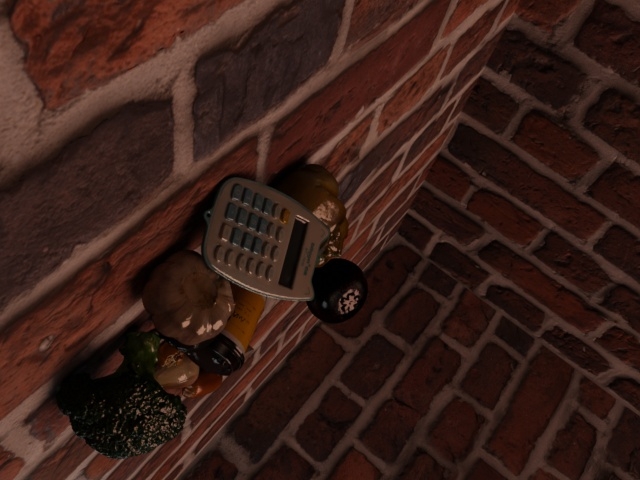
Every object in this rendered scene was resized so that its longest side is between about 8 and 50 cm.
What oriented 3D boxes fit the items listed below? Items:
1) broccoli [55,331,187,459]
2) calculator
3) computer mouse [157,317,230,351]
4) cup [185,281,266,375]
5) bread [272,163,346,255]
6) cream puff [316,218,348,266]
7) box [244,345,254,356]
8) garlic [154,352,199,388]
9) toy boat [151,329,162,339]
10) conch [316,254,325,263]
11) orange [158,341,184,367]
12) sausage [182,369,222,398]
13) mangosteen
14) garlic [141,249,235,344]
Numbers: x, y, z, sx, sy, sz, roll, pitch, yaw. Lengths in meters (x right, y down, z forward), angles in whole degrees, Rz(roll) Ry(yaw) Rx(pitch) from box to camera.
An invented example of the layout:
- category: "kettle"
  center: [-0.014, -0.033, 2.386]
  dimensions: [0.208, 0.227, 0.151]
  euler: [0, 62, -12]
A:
- category: "broccoli"
  center: [-0.450, 0.351, 1.356]
  dimensions: [0.297, 0.298, 0.297]
  euler: [107, -15, -59]
- category: "calculator"
  center: [-0.134, 0.002, 1.421]
  dimensions: [0.386, 0.054, 0.256]
  euler: [27, 72, -46]
- category: "computer mouse"
  center: [-0.333, 0.217, 1.576]
  dimensions: [0.270, 0.138, 0.086]
  euler: [-45, 162, -57]
- category: "cup"
  center: [-0.277, 0.250, 1.754]
  dimensions: [0.196, 0.196, 0.279]
  euler: [112, 4, -52]
- category: "bread"
  center: [-0.058, -0.051, 1.691]
  dimensions: [0.341, 0.210, 0.300]
  euler: [-48, 169, -23]
- category: "cream puff"
  center: [-0.010, -0.013, 2.091]
  dimensions: [0.244, 0.196, 0.244]
  euler: [7, 90, -71]
- category: "box"
  center: [-0.335, 0.364, 1.978]
  dimensions: [0.067, 0.149, 0.233]
  euler: [-57, 168, 8]
- category: "garlic"
  center: [-0.427, 0.394, 1.809]
  dimensions: [0.128, 0.115, 0.207]
  euler: [-60, 170, 3]
- category: "toy boat"
  center: [-0.454, 0.264, 1.567]
  dimensions: [0.063, 0.016, 0.115]
  euler: [-58, 167, 22]
- category: "conch"
  center: [-0.094, 0.049, 1.900]
  dimensions: [0.134, 0.202, 0.196]
  euler: [-4, 98, -64]
- category: "orange"
  center: [-0.430, 0.327, 1.696]
  dimensions: [0.062, 0.086, 0.086]
  euler: [-17, -176, 25]
- category: "sausage"
  center: [-0.443, 0.541, 2.222]
  dimensions: [0.098, 0.098, 0.238]
  euler: [-54, 167, 8]
- category: "mangosteen"
  center: [0.066, 0.233, 2.797]
  dimensions: [0.330, 0.330, 0.330]
  euler: [-49, 167, -15]
- category: "garlic"
  center: [-0.324, 0.143, 1.369]
  dimensions: [0.212, 0.218, 0.218]
  euler: [-23, -167, 46]
